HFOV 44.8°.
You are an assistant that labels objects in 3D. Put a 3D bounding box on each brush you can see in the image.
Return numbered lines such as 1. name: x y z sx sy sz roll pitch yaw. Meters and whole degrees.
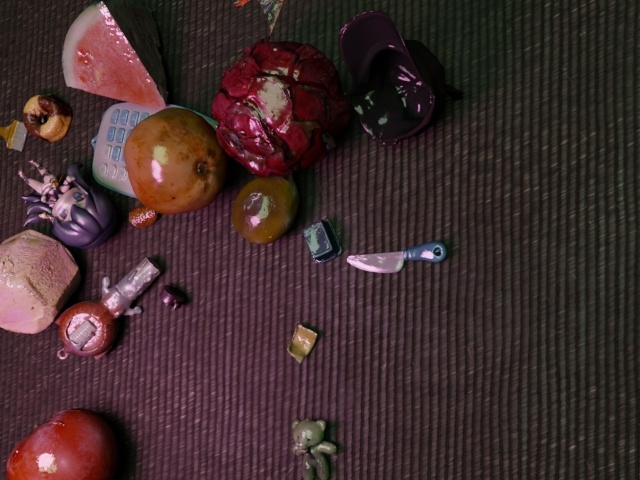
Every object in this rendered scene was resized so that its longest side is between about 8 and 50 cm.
1. brush: -0.921 -0.315 2.219 0.205 0.011 0.083 16 91 20

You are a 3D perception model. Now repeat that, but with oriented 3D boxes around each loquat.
1. loquat: -0.128 -0.080 1.869 0.152 0.152 0.195 39 106 17

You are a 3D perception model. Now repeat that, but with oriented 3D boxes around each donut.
1. donut: -0.759 -0.343 2.145 0.140 0.059 0.140 -1 87 21

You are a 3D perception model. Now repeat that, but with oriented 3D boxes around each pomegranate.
1. pomegranate: -0.354 -0.185 1.850 0.270 0.229 0.252 9 124 51

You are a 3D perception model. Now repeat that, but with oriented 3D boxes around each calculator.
1. calculator: -0.440 -0.233 2.032 0.386 0.054 0.256 11 89 20

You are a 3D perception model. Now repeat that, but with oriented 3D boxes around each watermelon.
1. watermelon: -0.528 -0.467 1.964 0.283 0.250 0.292 -51 56 16

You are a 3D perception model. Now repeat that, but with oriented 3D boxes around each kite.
1. kite: -0.140 -0.648 1.992 0.189 0.009 0.232 -27 78 14

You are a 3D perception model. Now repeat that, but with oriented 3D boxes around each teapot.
1. teapot: -0.379 0.145 1.972 0.045 0.068 0.100 -54 37 9

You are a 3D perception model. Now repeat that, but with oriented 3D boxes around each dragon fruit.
1. dragon fruit: -0.095 -0.302 1.793 0.329 0.329 0.329 -2 85 18

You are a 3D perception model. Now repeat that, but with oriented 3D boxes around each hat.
1. hat: 0.189 -0.394 1.745 0.238 0.336 0.209 19 53 35

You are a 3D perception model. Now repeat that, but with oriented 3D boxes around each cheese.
1. cheese: -0.048 0.249 1.866 0.060 0.041 0.084 26 78 11

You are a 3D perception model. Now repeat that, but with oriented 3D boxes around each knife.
1. knife: 0.178 0.045 1.820 0.244 0.032 0.058 -11 90 21

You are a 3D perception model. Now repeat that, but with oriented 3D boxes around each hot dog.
1. hot dog: -0.460 -0.067 2.032 0.083 0.035 0.058 -19 79 16

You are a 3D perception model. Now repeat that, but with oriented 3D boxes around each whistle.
1. whistle: -0.548 0.182 1.996 0.346 0.134 0.142 -44 79 1

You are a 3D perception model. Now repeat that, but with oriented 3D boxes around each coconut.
1. coconut: -0.754 0.094 2.016 0.233 0.245 0.233 4 126 5

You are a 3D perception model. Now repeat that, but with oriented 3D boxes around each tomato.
1. tomato: -0.626 0.550 1.919 0.265 0.265 0.265 -2 85 18

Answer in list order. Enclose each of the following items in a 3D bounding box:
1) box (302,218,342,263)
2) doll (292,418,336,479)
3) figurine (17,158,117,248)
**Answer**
1. box: 0.000 0.000 1.865 0.074 0.054 0.099 -25 77 13
2. doll: -0.021 0.494 1.823 0.115 0.077 0.150 -11 93 27
3. figurine: -0.648 -0.092 2.012 0.175 0.197 0.265 -47 65 15
